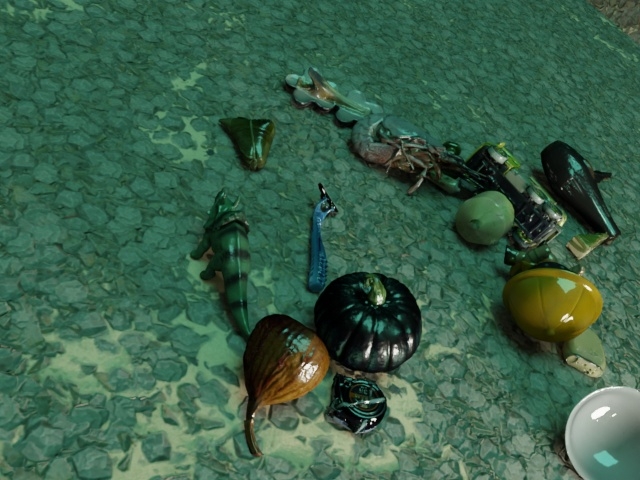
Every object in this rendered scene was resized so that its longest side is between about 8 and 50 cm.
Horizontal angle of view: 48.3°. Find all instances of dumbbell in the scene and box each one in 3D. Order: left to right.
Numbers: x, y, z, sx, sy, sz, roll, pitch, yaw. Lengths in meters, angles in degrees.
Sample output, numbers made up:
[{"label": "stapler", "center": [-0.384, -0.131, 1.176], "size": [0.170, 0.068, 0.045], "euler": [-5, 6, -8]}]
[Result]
[{"label": "dumbbell", "center": [0.324, -0.199, 1.780], "size": [0.052, 0.046, 0.118], "euler": [19, 42, -5]}]

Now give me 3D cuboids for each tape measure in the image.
[{"label": "tape measure", "center": [0.058, 0.263, 1.146], "size": [0.094, 0.054, 0.091], "euler": [20, 42, -1]}]

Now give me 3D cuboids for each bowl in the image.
[{"label": "bowl", "center": [0.528, 0.351, 1.285], "size": [0.189, 0.189, 0.086], "euler": [36, 1, 7]}]

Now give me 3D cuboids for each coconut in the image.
[{"label": "coconut", "center": [0.368, -0.048, 1.601], "size": [0.116, 0.116, 0.122], "euler": [45, 37, 17]}]

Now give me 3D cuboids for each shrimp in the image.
[{"label": "shrimp", "center": [0.228, -0.192, 1.649], "size": [0.342, 0.117, 0.145], "euler": [26, 50, 11]}]

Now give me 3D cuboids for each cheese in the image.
[{"label": "cheese", "center": [0.562, 0.203, 1.516], "size": [0.097, 0.037, 0.192], "euler": [30, 41, -2]}]

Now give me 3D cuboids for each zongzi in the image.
[{"label": "zongzi", "center": [-0.171, -0.194, 1.496], "size": [0.130, 0.062, 0.154], "euler": [9, 57, 7]}]

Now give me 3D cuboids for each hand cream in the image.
[{"label": "hand cream", "center": [0.268, -0.162, 1.725], "size": [0.165, 0.037, 0.057], "euler": [34, 40, 14]}]

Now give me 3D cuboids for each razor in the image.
[{"label": "razor", "center": [0.000, 0.000, 1.392], "size": [0.082, 0.042, 0.253], "euler": [55, 26, -38]}]

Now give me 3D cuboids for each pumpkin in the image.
[{"label": "pumpkin", "center": [0.083, 0.139, 1.225], "size": [0.194, 0.150, 0.194], "euler": [9, 66, -22]}]

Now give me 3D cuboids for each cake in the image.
[{"label": "cake", "center": [0.666, 0.001, 1.774], "size": [0.140, 0.051, 0.055], "euler": [-21, 60, -45]}]

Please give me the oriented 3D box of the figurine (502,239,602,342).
[{"label": "figurine", "center": [0.464, 0.107, 1.467], "size": [0.192, 0.167, 0.257], "euler": [14, 19, 0]}]

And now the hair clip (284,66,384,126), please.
[{"label": "hair clip", "center": [0.035, -0.351, 1.751], "size": [0.256, 0.075, 0.146], "euler": [28, 42, -12]}]

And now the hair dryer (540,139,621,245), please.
[{"label": "hair dryer", "center": [0.764, -0.144, 1.964], "size": [0.359, 0.120, 0.304], "euler": [-12, 64, -49]}]

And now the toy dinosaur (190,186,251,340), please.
[{"label": "toy dinosaur", "center": [-0.163, 0.043, 1.231], "size": [0.079, 0.120, 0.292], "euler": [9, 67, -38]}]

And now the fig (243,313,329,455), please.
[{"label": "fig", "center": [-0.077, 0.218, 1.091], "size": [0.133, 0.146, 0.201], "euler": [31, 79, 6]}]

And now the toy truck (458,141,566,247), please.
[{"label": "toy truck", "center": [0.470, -0.111, 1.709], "size": [0.272, 0.124, 0.157], "euler": [50, 28, 13]}]
